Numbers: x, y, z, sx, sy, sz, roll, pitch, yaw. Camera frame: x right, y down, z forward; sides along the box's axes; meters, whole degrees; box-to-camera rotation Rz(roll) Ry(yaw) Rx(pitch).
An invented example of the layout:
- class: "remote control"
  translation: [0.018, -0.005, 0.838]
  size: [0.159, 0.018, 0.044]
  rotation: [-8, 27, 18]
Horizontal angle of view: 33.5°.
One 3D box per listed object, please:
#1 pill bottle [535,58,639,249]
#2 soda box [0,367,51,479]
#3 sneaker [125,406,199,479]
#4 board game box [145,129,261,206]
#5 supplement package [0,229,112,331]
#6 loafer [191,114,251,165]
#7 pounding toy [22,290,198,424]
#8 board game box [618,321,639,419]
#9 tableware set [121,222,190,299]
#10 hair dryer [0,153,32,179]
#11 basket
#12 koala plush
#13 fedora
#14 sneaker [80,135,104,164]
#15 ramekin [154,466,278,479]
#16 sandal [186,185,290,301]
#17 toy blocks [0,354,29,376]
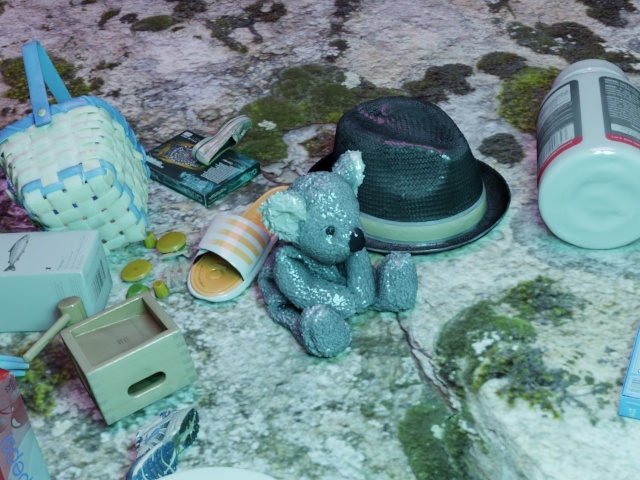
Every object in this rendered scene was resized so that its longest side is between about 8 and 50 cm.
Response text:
- class: "pill bottle"
  translation: [0.414, -0.145, 1.602]
  size: [0.176, 0.176, 0.318]
  rotation: [1, 37, 10]
- class: "soda box"
  translation: [-0.344, 0.242, 1.105]
  size: [0.092, 0.263, 0.083]
  rotation: [16, 43, 28]
- class: "sneaker"
  translation: [-0.197, 0.249, 1.265]
  size: [0.058, 0.052, 0.135]
  rotation: [1, 28, 26]
- class: "board game box"
  translation: [-0.209, -0.125, 1.794]
  size: [0.186, 0.026, 0.126]
  rotation: [26, 47, 36]
- class: "supplement package"
  translation: [-0.400, 0.057, 1.503]
  size: [0.179, 0.105, 0.105]
  rotation: [-3, 37, 5]
- class: "loafer"
  translation: [-0.159, -0.165, 1.790]
  size: [0.125, 0.045, 0.039]
  rotation: [-37, 63, -27]
- class: "pounding toy"
  translation: [-0.284, 0.148, 1.381]
  size: [0.181, 0.094, 0.206]
  rotation: [-26, 31, -18]
- class: "board game box"
  translation: [0.480, 0.167, 1.279]
  size: [0.212, 0.039, 0.160]
  rotation: [10, 39, 22]
- class: "tableware set"
  translation: [-0.244, 0.036, 1.583]
  size: [0.104, 0.024, 0.154]
  rotation: [-15, 38, 1]
- class: "hair dryer"
  translation: [-0.600, -0.063, 1.752]
  size: [0.294, 0.080, 0.224]
  rotation: [-26, 22, -31]
- class: "basket"
  translation: [-0.378, -0.132, 1.617]
  size: [0.201, 0.254, 0.289]
  rotation: [-18, 52, 4]
- class: "koala plush"
  translation: [0.000, 0.000, 1.424]
  size: [0.196, 0.221, 0.203]
  rotation: [-31, 43, -30]
- class: "fedora"
  translation: [0.126, -0.119, 1.629]
  size: [0.334, 0.152, 0.334]
  rotation: [-4, 36, 3]
- class: "sneaker"
  translation: [-0.408, -0.132, 1.814]
  size: [0.144, 0.053, 0.059]
  rotation: [-27, 39, -14]
- class: "ramekin"
  translation: [-0.107, 0.351, 1.030]
  size: [0.277, 0.135, 0.277]
  rotation: [-4, 36, 3]
- class: "sandal"
  translation: [-0.117, -0.018, 1.575]
  size: [0.102, 0.076, 0.265]
  rotation: [11, 45, 27]
- class: "toy blocks"
  translation: [-0.473, 0.157, 1.408]
  size: [0.148, 0.054, 0.123]
  rotation: [7, 3, -33]
